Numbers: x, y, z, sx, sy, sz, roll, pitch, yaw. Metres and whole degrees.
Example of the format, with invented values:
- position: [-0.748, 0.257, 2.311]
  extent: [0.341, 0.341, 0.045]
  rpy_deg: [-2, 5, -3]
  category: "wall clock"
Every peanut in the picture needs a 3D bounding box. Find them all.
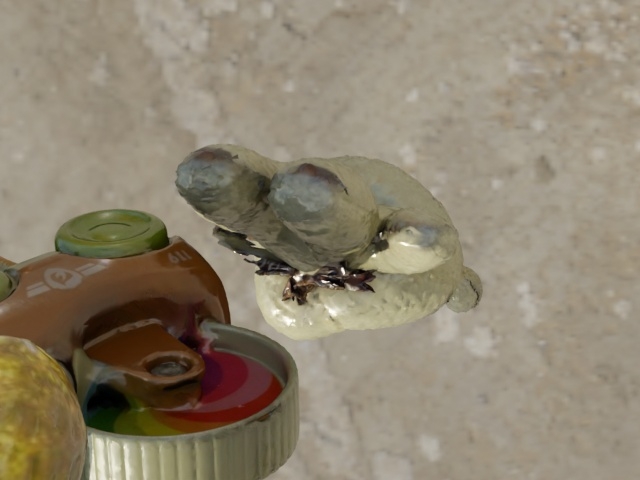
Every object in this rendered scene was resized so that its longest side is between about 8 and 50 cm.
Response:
- position: [-0.151, 0.139, 0.699]
  extent: [0.087, 0.087, 0.207]
  rpy_deg: [21, 98, 42]
  category: "peanut"

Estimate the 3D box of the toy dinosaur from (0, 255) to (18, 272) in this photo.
- position: [-0.295, 0.000, 1.210]
  extent: [0.212, 0.057, 0.142]
  rpy_deg: [-17, 68, 1]
  category: "toy dinosaur"

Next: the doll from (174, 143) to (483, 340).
- position: [-0.004, -0.001, 1.152]
  extent: [0.149, 0.278, 0.175]
  rpy_deg: [-47, 66, 6]
  category: "doll"

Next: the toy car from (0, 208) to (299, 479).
- position: [-0.120, 0.091, 1.007]
  extent: [0.235, 0.235, 0.145]
  rpy_deg: [19, 121, 42]
  category: "toy car"
